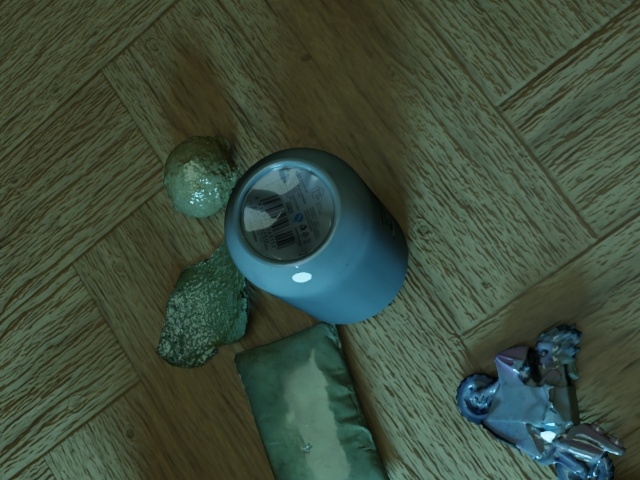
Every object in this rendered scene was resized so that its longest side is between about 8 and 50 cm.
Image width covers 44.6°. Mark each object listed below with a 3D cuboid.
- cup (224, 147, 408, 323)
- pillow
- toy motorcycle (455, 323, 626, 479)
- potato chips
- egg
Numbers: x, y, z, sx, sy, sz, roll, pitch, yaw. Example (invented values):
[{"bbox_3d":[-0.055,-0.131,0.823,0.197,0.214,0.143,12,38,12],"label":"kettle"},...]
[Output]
[{"bbox_3d":[0.000,0.000,1.092,0.205,0.312,0.205,-3,77,14],"label":"cup"},{"bbox_3d":[-0.010,0.291,1.218,0.185,0.075,0.302,-21,80,11],"label":"pillow"},{"bbox_3d":[0.326,0.217,1.092,0.239,0.108,0.204,31,97,17],"label":"toy motorcycle"},{"bbox_3d":[-0.189,0.105,1.295,0.228,0.059,0.167,-40,70,18],"label":"potato chips"},{"bbox_3d":[-0.199,-0.106,1.280,0.116,0.118,0.140,31,112,60],"label":"egg"}]
